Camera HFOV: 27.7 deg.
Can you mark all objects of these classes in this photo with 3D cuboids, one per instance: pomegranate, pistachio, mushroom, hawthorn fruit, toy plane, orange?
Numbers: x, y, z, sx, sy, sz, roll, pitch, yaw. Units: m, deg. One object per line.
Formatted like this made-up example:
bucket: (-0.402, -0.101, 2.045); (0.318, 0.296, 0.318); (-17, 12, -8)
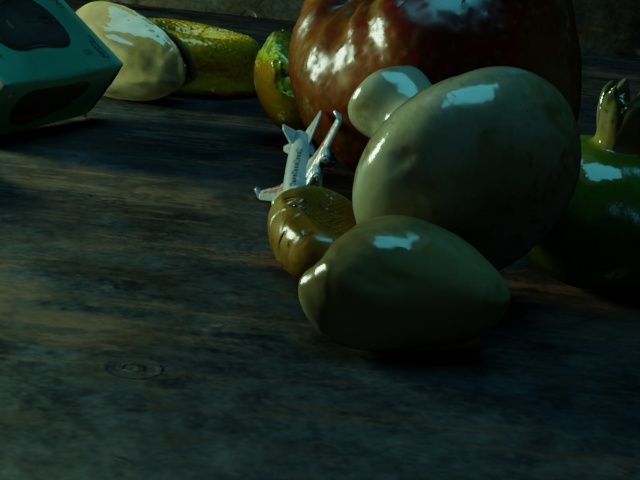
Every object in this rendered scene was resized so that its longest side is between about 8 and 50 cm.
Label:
pomegranate: (0.301, -0.058, 1.372); (0.187, 0.225, 0.187); (9, 22, -4)
pistachio: (-0.319, -0.311, 2.172); (0.230, 0.157, 0.157); (22, 18, 9)
pistachio: (0.074, 0.043, 1.143); (0.185, 0.124, 0.124); (12, 15, -3)
mushroom: (0.125, -0.086, 1.270); (0.244, 0.243, 0.243); (6, 16, -2)
hawthorn fruit: (0.170, -0.231, 1.717); (0.403, 0.402, 0.403); (6, 16, -2)
toy plane: (-0.021, -0.077, 1.552); (0.066, 0.162, 0.171); (23, 41, -32)
orange: (0.014, -0.218, 1.951); (0.237, 0.158, 0.179); (9, 22, -4)

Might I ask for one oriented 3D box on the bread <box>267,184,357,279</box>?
bread: (0.000, 0.000, 1.329); (0.114, 0.077, 0.189); (23, 20, -11)

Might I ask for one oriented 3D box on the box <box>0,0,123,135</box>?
box: (-0.450, -0.268, 1.855); (0.205, 0.118, 0.311); (49, 25, 7)

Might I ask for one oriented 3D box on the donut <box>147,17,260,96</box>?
donut: (-0.247, -0.339, 2.378); (0.303, 0.110, 0.303); (7, 15, -2)
